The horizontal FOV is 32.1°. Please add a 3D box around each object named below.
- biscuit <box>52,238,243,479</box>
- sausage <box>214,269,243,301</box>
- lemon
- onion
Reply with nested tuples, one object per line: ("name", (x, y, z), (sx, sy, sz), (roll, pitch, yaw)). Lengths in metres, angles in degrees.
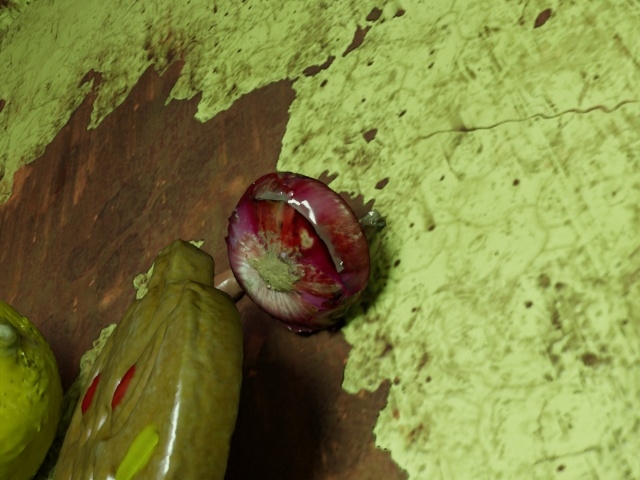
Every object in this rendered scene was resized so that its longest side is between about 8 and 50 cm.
("biscuit", (-0.163, 0.160, 0.930), (0.394, 0.070, 0.350), (144, 140, -61))
("sausage", (-0.136, 0.077, 1.158), (0.147, 0.030, 0.035), (-37, 32, 21))
("lemon", (-0.411, 0.180, 1.187), (0.310, 0.258, 0.258), (-40, 32, 26))
("onion", (0.000, 0.000, 1.002), (0.150, 0.150, 0.140), (-10, 16, 48))
